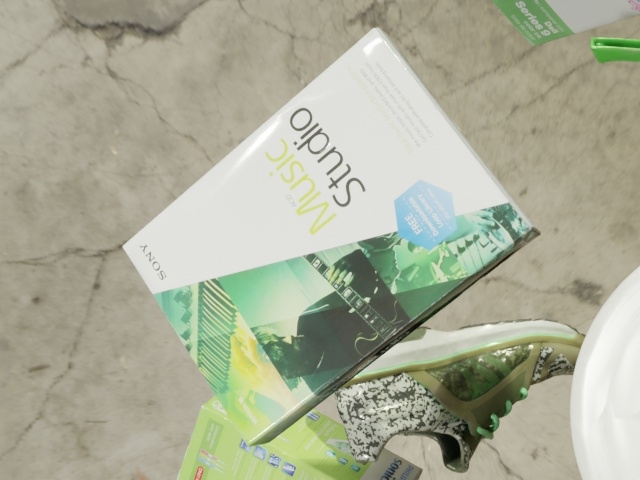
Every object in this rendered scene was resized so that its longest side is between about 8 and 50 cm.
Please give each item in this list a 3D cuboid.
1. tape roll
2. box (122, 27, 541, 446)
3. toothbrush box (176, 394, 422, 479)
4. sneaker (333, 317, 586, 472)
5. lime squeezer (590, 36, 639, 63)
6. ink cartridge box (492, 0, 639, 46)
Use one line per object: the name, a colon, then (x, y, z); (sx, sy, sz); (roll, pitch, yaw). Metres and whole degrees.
tape roll: (0.305, 0.121, 0.717); (0.246, 0.169, 0.246); (-7, 73, 26)
box: (0.000, 0.000, 0.978); (0.322, 0.058, 0.232); (-40, 72, 15)
toothbrush box: (-0.039, 0.338, 1.438); (0.283, 0.122, 0.206); (26, 117, 16)
sneaker: (0.184, 0.205, 1.395); (0.410, 0.158, 0.182); (-2, 76, -22)
lime squeezer: (0.357, -0.158, 0.755); (0.310, 0.059, 0.110); (-19, 112, 28)
ink cartridge box: (0.251, -0.260, 0.869); (0.093, 0.212, 0.154); (41, 61, -26)
